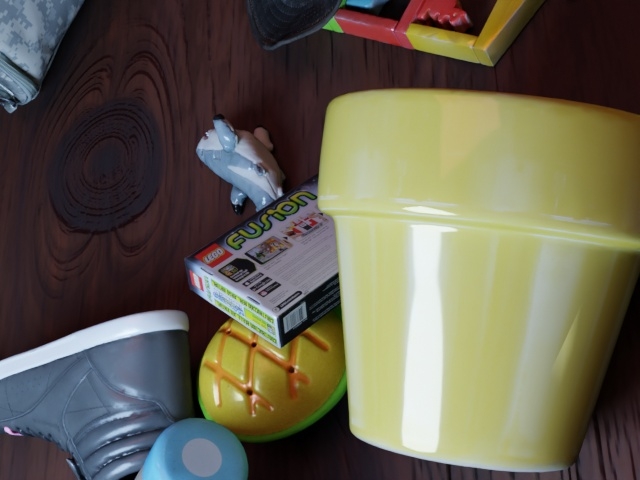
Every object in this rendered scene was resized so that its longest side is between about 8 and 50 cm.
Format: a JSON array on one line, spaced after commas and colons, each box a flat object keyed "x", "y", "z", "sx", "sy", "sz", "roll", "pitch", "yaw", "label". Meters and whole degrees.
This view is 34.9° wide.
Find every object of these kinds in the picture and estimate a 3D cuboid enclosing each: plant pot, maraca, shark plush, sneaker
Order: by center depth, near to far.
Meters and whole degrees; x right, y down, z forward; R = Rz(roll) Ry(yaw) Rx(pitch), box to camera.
[{"x": 0.114, "y": 0.031, "z": 0.734, "sx": 0.254, "sy": 0.254, "sz": 0.239, "roll": 7, "pitch": 89, "yaw": 30, "label": "plant pot"}, {"x": -0.020, "y": 0.096, "z": 0.854, "sx": 0.185, "sy": 0.099, "sz": 0.127, "roll": -29, "pitch": 58, "yaw": 5, "label": "maraca"}, {"x": -0.224, "y": 0.172, "z": 0.911, "sx": 0.295, "sy": 0.104, "sz": 0.147, "roll": -23, "pitch": 71, "yaw": 33, "label": "sneaker"}, {"x": -0.065, "y": -0.053, "z": 1.001, "sx": 0.067, "sy": 0.073, "sz": 0.161, "roll": -45, "pitch": 73, "yaw": 24, "label": "shark plush"}]

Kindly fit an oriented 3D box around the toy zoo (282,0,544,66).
[{"x": 0.122, "y": -0.278, "z": 1.013, "sx": 0.293, "sy": 0.030, "sz": 0.192, "roll": 21, "pitch": 76, "yaw": 34, "label": "toy zoo"}]

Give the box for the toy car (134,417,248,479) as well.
[{"x": -0.065, "y": 0.291, "z": 0.756, "sx": 0.238, "sy": 0.219, "sz": 0.210, "roll": 28, "pitch": 46, "yaw": -5, "label": "toy car"}]

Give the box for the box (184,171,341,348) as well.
[{"x": 0.000, "y": 0.000, "z": 0.869, "sx": 0.114, "sy": 0.036, "sz": 0.207, "roll": 29, "pitch": 50, "yaw": 36, "label": "box"}]

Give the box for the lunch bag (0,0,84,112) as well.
[{"x": -0.388, "y": -0.335, "z": 1.178, "sx": 0.212, "sy": 0.256, "sz": 0.305, "roll": -1, "pitch": 63, "yaw": 56, "label": "lunch bag"}]

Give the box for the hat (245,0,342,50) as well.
[{"x": -0.044, "y": -0.360, "z": 0.991, "sx": 0.331, "sy": 0.134, "sz": 0.331, "roll": -38, "pitch": 44, "yaw": 49, "label": "hat"}]
